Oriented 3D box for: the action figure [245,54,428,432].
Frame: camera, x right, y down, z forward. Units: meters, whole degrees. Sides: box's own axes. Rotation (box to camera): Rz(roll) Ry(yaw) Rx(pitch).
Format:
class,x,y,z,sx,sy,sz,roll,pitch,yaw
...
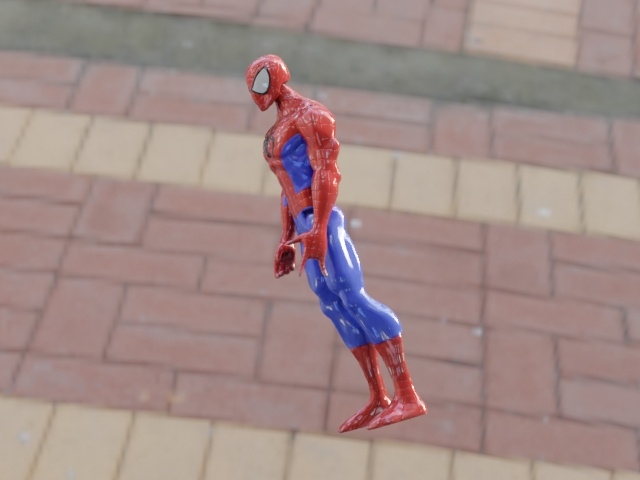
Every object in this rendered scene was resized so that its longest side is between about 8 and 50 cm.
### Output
class,x,y,z,sx,sy,sz,roll,pitch,yaw
action figure,0.000,0.000,0.543,0.030,0.115,0.038,-15,-3,-17
